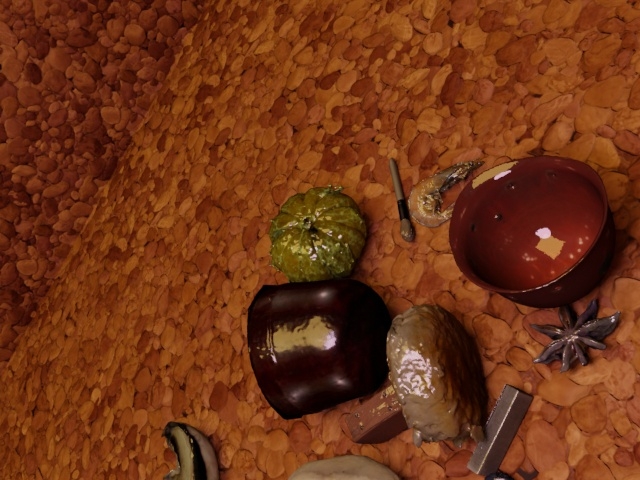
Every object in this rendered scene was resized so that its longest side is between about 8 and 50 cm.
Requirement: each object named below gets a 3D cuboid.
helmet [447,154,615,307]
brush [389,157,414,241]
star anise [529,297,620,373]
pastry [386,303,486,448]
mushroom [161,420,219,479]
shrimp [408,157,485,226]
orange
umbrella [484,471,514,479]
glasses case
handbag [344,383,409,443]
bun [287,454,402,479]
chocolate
[{"bbox_3d":[0.488,0.008,1.467,0.337,0.230,0.385,-51,33,0],"label":"helmet"},{"bbox_3d":[0.228,-0.124,1.902,0.039,0.042,0.299,-16,58,15],"label":"brush"},{"bbox_3d":[0.546,0.204,1.444,0.204,0.061,0.181,-51,39,10],"label":"star anise"},{"bbox_3d":[0.262,0.288,1.495,0.136,0.329,0.330,-20,59,29],"label":"pastry"},{"bbox_3d":[-0.401,0.729,2.044,0.247,0.130,0.344,-50,42,36],"label":"mushroom"},{"bbox_3d":[0.344,-0.130,1.796,0.251,0.052,0.144,-37,60,35],"label":"shrimp"},{"bbox_3d":[0.000,0.000,1.922,0.300,0.223,0.301,-16,57,21],"label":"orange"},{"bbox_3d":[0.363,0.621,1.434,0.071,0.071,0.248,12,87,45],"label":"umbrella"},{"bbox_3d":[0.396,0.422,1.478,0.047,0.070,0.205,27,92,49],"label":"glasses case"},{"bbox_3d":[0.169,0.426,1.629,0.193,0.151,0.072,-41,52,19],"label":"handbag"},{"bbox_3d":[0.069,0.675,1.570,0.361,0.213,0.361,-4,82,31],"label":"bun"},{"bbox_3d":[0.030,0.253,1.728,0.331,0.383,0.384,-17,59,19],"label":"chocolate"}]
